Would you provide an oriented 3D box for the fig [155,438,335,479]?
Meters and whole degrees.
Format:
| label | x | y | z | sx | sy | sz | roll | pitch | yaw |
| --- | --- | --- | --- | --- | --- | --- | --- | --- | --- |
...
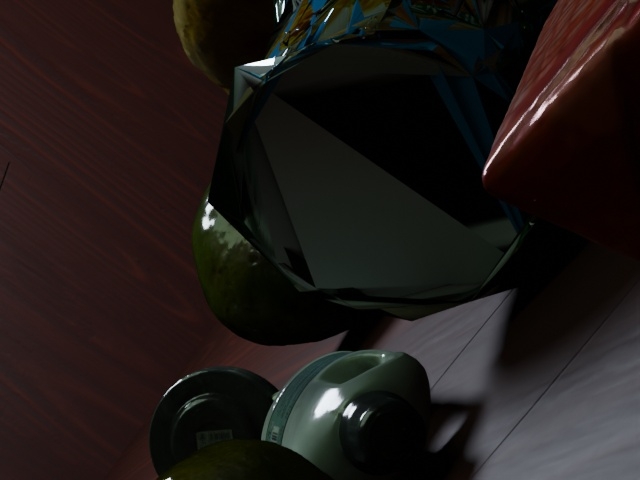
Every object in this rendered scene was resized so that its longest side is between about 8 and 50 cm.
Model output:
| label | x | y | z | sx | sy | sz | roll | pitch | yaw |
| --- | --- | --- | --- | --- | --- | --- | --- | --- | --- |
| fig | -0.038 | 0.164 | 0.739 | 0.133 | 0.126 | 0.185 | -40 | 0 | -5 |

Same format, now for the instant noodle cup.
| label | x | y | z | sx | sy | sz | roll | pitch | yaw |
| --- | --- | --- | --- | --- | --- | --- | --- | --- | --- |
| instant noodle cup | 0.059 | -0.077 | 0.941 | 0.240 | 0.240 | 0.178 | -50 | 7 | 34 |

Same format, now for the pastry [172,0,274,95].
| label | x | y | z | sx | sy | sz | roll | pitch | yaw |
| --- | --- | --- | --- | --- | --- | --- | --- | --- | --- |
| pastry | 0.042 | -0.203 | 1.343 | 0.356 | 0.356 | 0.163 | 134 | 153 | -57 |

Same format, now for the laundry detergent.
| label | x | y | z | sx | sy | sz | roll | pitch | yaw |
| --- | --- | --- | --- | --- | --- | --- | --- | --- | --- |
| laundry detergent | 0.019 | 0.107 | 0.903 | 0.099 | 0.070 | 0.226 | -47 | 3 | -10 |

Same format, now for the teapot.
| label | x | y | z | sx | sy | sz | roll | pitch | yaw |
| --- | --- | --- | --- | --- | --- | --- | --- | --- | --- |
| teapot | -0.059 | 0.136 | 1.237 | 0.149 | 0.111 | 0.108 | -58 | -10 | 9 |

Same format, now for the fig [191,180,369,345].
| label | x | y | z | sx | sy | sz | roll | pitch | yaw |
| --- | --- | --- | --- | --- | --- | --- | --- | --- | --- |
| fig | 0.000 | 0.000 | 1.410 | 0.195 | 0.195 | 0.245 | -51 | -26 | 22 |

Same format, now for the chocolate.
| label | x | y | z | sx | sy | sz | roll | pitch | yaw |
| --- | --- | --- | --- | --- | --- | --- | --- | --- | --- |
| chocolate | 0.195 | -0.124 | 0.680 | 0.235 | 0.108 | 0.237 | -50 | 4 | 36 |
